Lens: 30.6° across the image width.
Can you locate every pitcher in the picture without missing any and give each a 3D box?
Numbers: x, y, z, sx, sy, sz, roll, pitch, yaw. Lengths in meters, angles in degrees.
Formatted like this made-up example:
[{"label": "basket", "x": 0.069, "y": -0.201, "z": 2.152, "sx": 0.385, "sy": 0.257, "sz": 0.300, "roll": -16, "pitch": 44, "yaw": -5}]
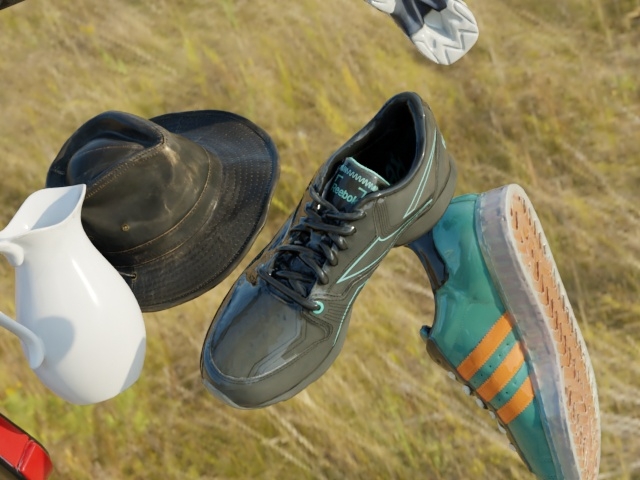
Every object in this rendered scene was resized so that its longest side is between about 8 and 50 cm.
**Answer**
[{"label": "pitcher", "x": -0.270, "y": 0.070, "z": 1.177, "sx": 0.125, "sy": 0.207, "sz": 0.178, "roll": -3, "pitch": 24, "yaw": 35}]

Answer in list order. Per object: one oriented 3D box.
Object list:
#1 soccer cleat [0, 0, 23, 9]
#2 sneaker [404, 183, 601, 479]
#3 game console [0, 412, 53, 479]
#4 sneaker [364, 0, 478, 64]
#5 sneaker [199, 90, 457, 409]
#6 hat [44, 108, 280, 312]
[{"label": "soccer cleat", "x": -0.343, "y": -0.201, "z": 0.881, "sx": 0.318, "sy": 0.109, "sz": 0.116, "roll": -22, "pitch": 47, "yaw": -1}, {"label": "sneaker", "x": 0.163, "y": 0.101, "z": 1.044, "sx": 0.121, "sy": 0.302, "sz": 0.108, "roll": -13, "pitch": 12, "yaw": 29}, {"label": "game console", "x": -0.511, "y": 0.200, "z": 1.334, "sx": 0.386, "sy": 0.342, "sz": 0.060, "roll": -17, "pitch": 39, "yaw": 45}, {"label": "sneaker", "x": 0.081, "y": -0.314, "z": 1.321, "sx": 0.094, "sy": 0.235, "sz": 0.153, "roll": -45, "pitch": 23, "yaw": 16}, {"label": "sneaker", "x": 0.000, "y": 0.000, "z": 0.841, "sx": 0.101, "sy": 0.106, "sz": 0.267, "roll": 29, "pitch": 67, "yaw": 21}, {"label": "hat", "x": -0.215, "y": -0.072, "z": 1.343, "sx": 0.331, "sy": 0.134, "sz": 0.331, "roll": -16, "pitch": 46, "yaw": 17}]
